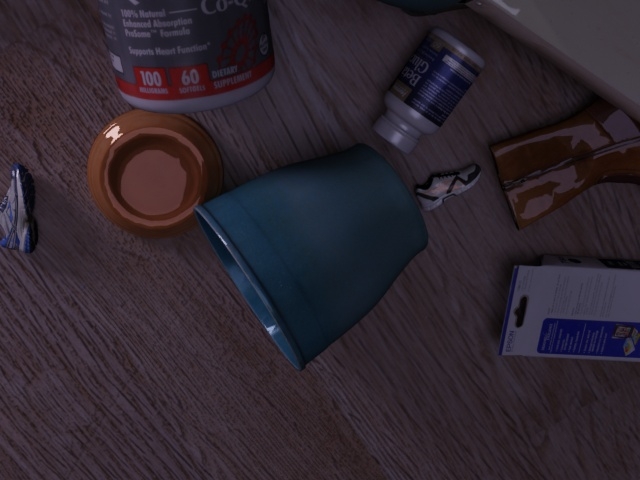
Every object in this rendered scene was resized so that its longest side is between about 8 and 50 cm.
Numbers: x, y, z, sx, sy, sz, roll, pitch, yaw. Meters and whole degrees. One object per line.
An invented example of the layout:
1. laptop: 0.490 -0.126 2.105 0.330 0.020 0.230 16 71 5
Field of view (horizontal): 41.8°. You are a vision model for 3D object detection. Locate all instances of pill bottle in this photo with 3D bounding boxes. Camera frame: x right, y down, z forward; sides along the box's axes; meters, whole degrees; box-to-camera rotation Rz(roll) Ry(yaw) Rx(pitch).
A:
1. pill bottle: -0.179 -0.357 1.019 0.210 0.210 0.363 -9 121 -3
2. pill bottle: 0.150 -0.212 1.201 0.094 0.094 0.169 32 103 -16

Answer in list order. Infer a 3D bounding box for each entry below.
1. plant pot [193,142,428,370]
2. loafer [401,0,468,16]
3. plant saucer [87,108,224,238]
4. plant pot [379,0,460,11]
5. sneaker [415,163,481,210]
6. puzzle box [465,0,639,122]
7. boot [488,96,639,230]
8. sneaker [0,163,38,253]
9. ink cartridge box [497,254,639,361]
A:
1. plant pot: 0.000 0.000 1.184 0.255 0.271 0.271 -34 111 -10
2. loafer: 0.233 -0.362 1.160 0.251 0.087 0.094 -18 111 0
3. plant saucer: -0.242 -0.094 1.228 0.200 0.037 0.200 -2 110 -6
4. plant pot: 0.122 -0.400 1.029 0.290 0.290 0.195 -31 139 5
5. sneaker: 0.195 -0.088 1.281 0.109 0.040 0.044 -31 108 5
6. puzzle box: 0.422 -0.337 1.154 0.409 0.052 0.272 29 84 -19
7. boot: 0.429 -0.085 1.282 0.280 0.096 0.264 -27 111 4
8. sneaker: -0.447 -0.045 1.214 0.058 0.052 0.135 3 109 -3
9. ink cartridge box: 0.450 0.112 1.372 0.333 0.065 0.165 4 109 -10
